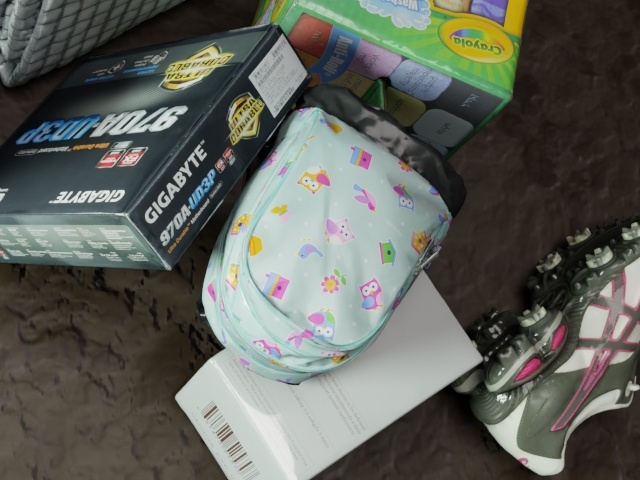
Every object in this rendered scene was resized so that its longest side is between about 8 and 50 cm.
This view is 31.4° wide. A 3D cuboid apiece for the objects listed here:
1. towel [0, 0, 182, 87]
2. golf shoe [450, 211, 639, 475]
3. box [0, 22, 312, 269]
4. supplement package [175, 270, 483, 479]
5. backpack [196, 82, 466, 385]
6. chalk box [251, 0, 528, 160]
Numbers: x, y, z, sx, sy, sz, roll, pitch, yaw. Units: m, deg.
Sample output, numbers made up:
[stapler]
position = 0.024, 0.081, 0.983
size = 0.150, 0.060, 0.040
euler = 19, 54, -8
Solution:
[towel]
position = -0.140, -0.254, 0.796
size = 0.235, 0.283, 0.121
euler = -35, 84, -31
[golf shoe]
position = 0.221, 0.070, 0.935
size = 0.273, 0.105, 0.120
euler = -38, 103, -24
[box]
position = -0.134, -0.061, 0.763
size = 0.051, 0.220, 0.175
euler = 55, 55, -32
[supplement package]
position = 0.005, 0.098, 0.814
size = 0.179, 0.105, 0.105
euler = -29, 80, -29
[backpack]
position = 0.000, 0.000, 0.728
size = 0.152, 0.115, 0.182
euler = 33, 66, -3
[chalk box]
position = 0.044, -0.167, 0.897
size = 0.179, 0.180, 0.289
euler = 22, 61, -14
